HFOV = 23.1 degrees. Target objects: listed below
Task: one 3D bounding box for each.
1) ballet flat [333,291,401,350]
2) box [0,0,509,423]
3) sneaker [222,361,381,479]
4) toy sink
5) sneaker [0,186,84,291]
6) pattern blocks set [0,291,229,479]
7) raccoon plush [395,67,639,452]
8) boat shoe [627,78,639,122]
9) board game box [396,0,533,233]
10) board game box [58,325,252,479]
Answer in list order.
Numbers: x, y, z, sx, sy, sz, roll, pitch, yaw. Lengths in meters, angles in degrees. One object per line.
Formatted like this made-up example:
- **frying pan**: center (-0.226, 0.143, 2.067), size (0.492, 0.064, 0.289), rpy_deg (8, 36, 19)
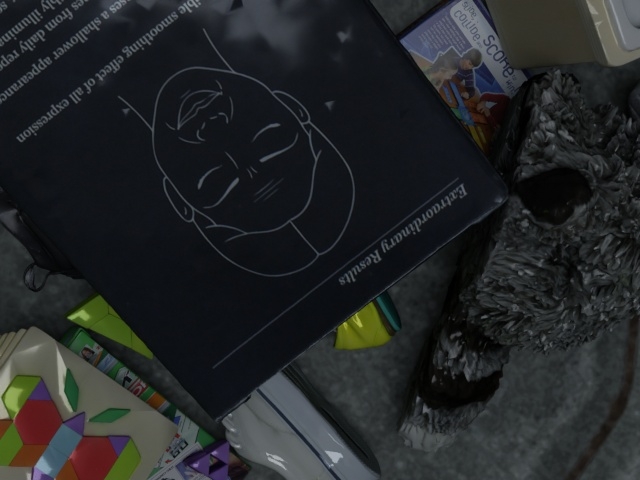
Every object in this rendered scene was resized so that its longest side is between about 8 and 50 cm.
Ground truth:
- **ballet flat**: center (0.000, 0.000, 1.434), size (0.077, 0.077, 0.231), rpy_deg (-20, 104, 13)
- **box**: center (-0.097, -0.118, 1.216), size (0.293, 0.212, 0.395), rpy_deg (-37, 110, 4)
- **sneaker**: center (-0.055, 0.153, 1.440), size (0.091, 0.094, 0.258), rpy_deg (-39, 99, 9)
- **toy sink**: center (0.259, -0.228, 1.329), size (0.152, 0.234, 0.131), rpy_deg (-25, 101, -19)
- **sneaker**: center (-0.219, -0.081, 1.370), size (0.153, 0.101, 0.269), rpy_deg (-8, 103, -9)
- **pattern blocks set**: center (-0.229, 0.179, 1.364), size (0.324, 0.026, 0.285), rpy_deg (21, 83, -23)
- **raccoon plush**: center (0.273, 0.035, 1.380), size (0.299, 0.216, 0.446), rpy_deg (17, 138, -3)
- **boat shoe**: center (0.424, -0.060, 1.470), size (0.335, 0.121, 0.119), rpy_deg (42, 81, -20)
- **board game box**: center (0.139, -0.116, 1.449), size (0.136, 0.035, 0.201), rpy_deg (-36, 103, 0)
- **board game box**: center (-0.239, 0.266, 1.408), size (0.213, 0.046, 0.317), rpy_deg (42, 76, -16)
